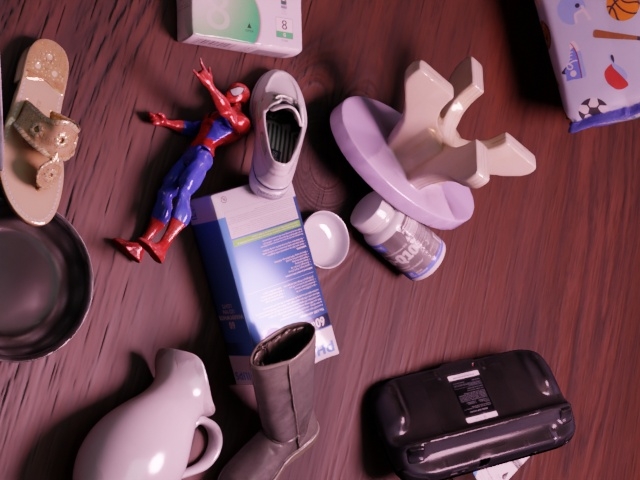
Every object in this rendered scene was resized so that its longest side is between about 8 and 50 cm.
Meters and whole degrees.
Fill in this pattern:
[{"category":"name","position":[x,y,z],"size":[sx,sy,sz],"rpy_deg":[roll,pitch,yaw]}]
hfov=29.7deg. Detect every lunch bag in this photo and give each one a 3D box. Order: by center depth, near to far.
[{"category":"lunch bag","position":[0.504,-0.360,1.995],"size":[0.385,0.239,0.328],"rpy_deg":[-20,96,-59]}]

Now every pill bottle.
[{"category":"pill bottle","position":[0.113,-0.008,1.774],"size":[0.137,0.078,0.078],"rpy_deg":[40,64,-26]}]

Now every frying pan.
[{"category":"frying pan","position":[-0.416,0.023,1.403],"size":[0.326,0.053,0.197],"rpy_deg":[26,68,-30]}]

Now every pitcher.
[{"category":"pitcher","position":[-0.203,0.265,1.499],"size":[0.207,0.125,0.178],"rpy_deg":[-55,131,-39]}]

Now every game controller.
[{"category":"game controller","position":[0.228,0.256,1.790],"size":[0.319,0.067,0.166],"rpy_deg":[-9,54,-26]}]

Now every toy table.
[{"category":"toy table","position":[0.168,-0.142,1.741],"size":[0.274,0.161,0.252],"rpy_deg":[25,44,-37]}]

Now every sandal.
[{"category":"sandal","position":[-0.326,-0.142,1.442],"size":[0.088,0.079,0.240],"rpy_deg":[17,64,-38]}]

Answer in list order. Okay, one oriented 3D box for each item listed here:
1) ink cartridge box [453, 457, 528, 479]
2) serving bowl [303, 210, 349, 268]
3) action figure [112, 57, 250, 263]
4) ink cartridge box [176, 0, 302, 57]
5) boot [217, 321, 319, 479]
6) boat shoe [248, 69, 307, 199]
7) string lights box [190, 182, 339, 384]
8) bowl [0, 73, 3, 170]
[{"category":"ink cartridge box","position":[0.271,0.304,1.864],"size":[0.180,0.060,0.104],"rpy_deg":[-39,106,-32]},{"category":"serving bowl","position":[0.000,0.000,1.722],"size":[0.083,0.027,0.083],"rpy_deg":[5,82,-36]},{"category":"action figure","position":[-0.187,-0.121,1.559],"size":[0.139,0.091,0.280],"rpy_deg":[50,59,-31]},{"category":"ink cartridge box","position":[-0.113,-0.375,1.669],"size":[0.181,0.056,0.224],"rpy_deg":[2,85,-36]},{"category":"boot","position":[-0.068,0.225,1.549],"size":[0.189,0.076,0.208],"rpy_deg":[-44,153,-31]},{"category":"boat shoe","position":[-0.049,-0.158,1.624],"size":[0.083,0.076,0.226],"rpy_deg":[12,50,-18]},{"category":"string lights box","position":[-0.077,0.052,1.630],"size":[0.133,0.077,0.259],"rpy_deg":[-18,95,-35]},{"category":"bowl","position":[-0.432,-0.227,1.296],"size":[0.163,0.311,0.311],"rpy_deg":[-3,86,-17]}]
